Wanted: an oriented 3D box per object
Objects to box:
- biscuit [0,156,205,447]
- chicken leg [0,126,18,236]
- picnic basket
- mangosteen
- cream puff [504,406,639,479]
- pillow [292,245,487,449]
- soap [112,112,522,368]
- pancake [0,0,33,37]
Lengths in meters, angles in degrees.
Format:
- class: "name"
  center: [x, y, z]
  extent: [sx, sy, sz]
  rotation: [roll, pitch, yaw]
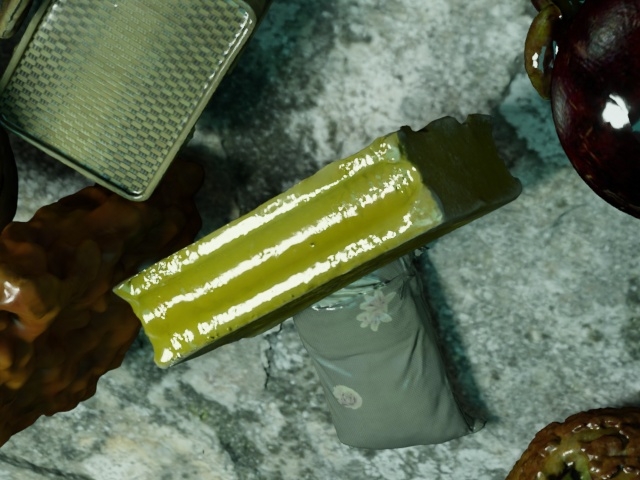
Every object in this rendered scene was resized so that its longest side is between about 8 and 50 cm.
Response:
- class: "biscuit"
  center: [-0.251, 0.077, 1.592]
  extent: [0.110, 0.312, 0.318]
  rotation: [40, 132, 13]
- class: "chicken leg"
  center: [-0.368, -0.145, 1.454]
  extent: [0.182, 0.295, 0.409]
  rotation: [-5, 155, 6]
- class: "picnic basket"
  center: [-0.146, -0.182, 1.466]
  extent: [0.165, 0.139, 0.266]
  rotation: [30, 129, -7]
- class: "mangosteen"
  center: [0.263, -0.133, 1.345]
  extent: [0.265, 0.228, 0.228]
  rotation: [35, 137, 31]
- class: "cream puff"
  center: [0.309, 0.312, 1.662]
  extent: [0.303, 0.212, 0.303]
  rotation: [5, 129, 7]
- class: "pillow"
  center: [0.053, 0.107, 1.681]
  extent: [0.169, 0.059, 0.255]
  rotation: [-10, 122, 20]
- class: "soap"
  center: [0.000, 0.000, 1.508]
  extent: [0.315, 0.199, 0.091]
  rotation: [-29, 83, 27]
- class: "pancake"
  center: [-0.197, -0.265, 1.358]
  extent: [0.031, 0.250, 0.250]
  rotation: [22, 131, -16]
